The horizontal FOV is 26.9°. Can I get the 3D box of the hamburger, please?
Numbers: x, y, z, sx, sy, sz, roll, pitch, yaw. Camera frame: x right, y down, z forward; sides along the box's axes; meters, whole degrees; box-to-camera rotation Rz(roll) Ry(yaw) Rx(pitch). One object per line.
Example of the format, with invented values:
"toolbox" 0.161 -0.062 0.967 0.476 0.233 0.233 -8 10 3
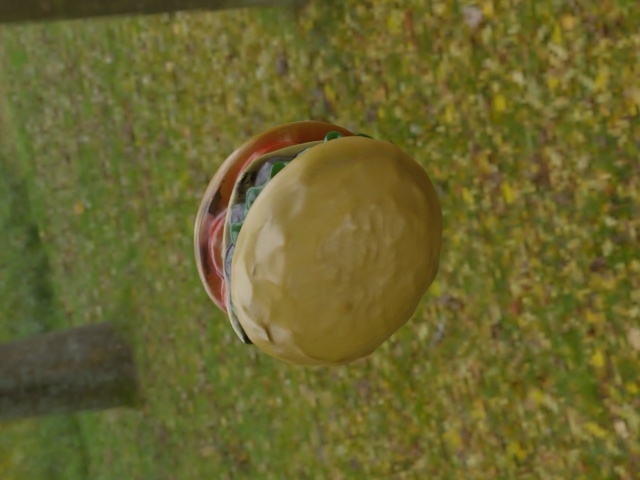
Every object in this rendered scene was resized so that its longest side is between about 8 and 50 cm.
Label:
"hamburger" 0.000 0.000 0.860 0.115 0.162 0.162 35 133 52
